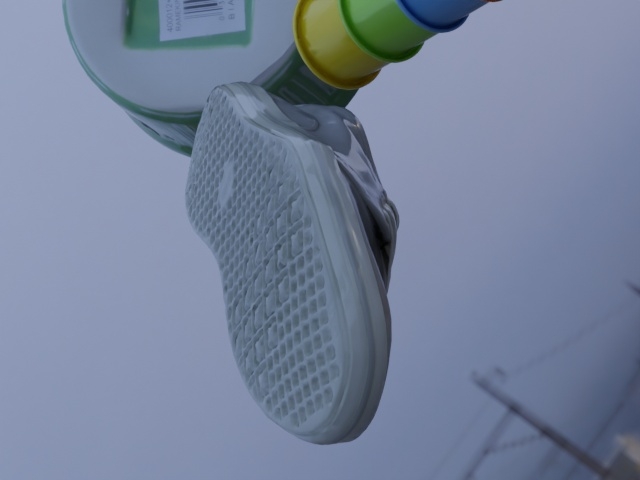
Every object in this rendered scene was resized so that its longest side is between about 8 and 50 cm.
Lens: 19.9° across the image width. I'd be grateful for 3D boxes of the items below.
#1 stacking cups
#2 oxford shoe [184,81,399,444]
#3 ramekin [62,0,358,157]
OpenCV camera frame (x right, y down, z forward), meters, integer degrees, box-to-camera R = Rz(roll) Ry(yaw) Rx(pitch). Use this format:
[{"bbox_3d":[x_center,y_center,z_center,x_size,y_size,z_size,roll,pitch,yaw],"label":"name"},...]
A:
[{"bbox_3d":[0.105,-0.202,1.400,0.096,0.096,0.316,-44,15,-35],"label":"stacking cups"},{"bbox_3d":[0.000,0.000,1.279,0.449,0.130,0.169,-117,43,-66],"label":"oxford shoe"},{"bbox_3d":[-0.103,-0.235,1.770,0.303,0.303,0.148,-54,-17,3],"label":"ramekin"}]
